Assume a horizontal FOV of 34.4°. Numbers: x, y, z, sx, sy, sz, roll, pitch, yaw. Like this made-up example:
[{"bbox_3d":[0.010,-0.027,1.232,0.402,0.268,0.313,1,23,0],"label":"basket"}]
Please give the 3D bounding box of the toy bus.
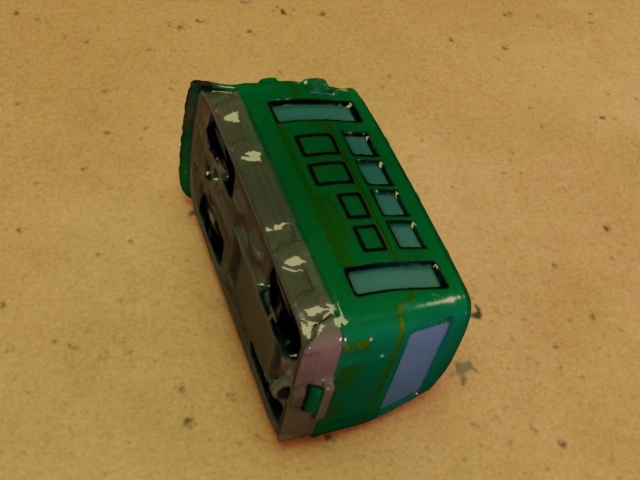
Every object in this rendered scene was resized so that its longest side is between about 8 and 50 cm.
[{"bbox_3d":[0.000,0.000,0.992,0.199,0.184,0.344,-10,54,-20],"label":"toy bus"}]
